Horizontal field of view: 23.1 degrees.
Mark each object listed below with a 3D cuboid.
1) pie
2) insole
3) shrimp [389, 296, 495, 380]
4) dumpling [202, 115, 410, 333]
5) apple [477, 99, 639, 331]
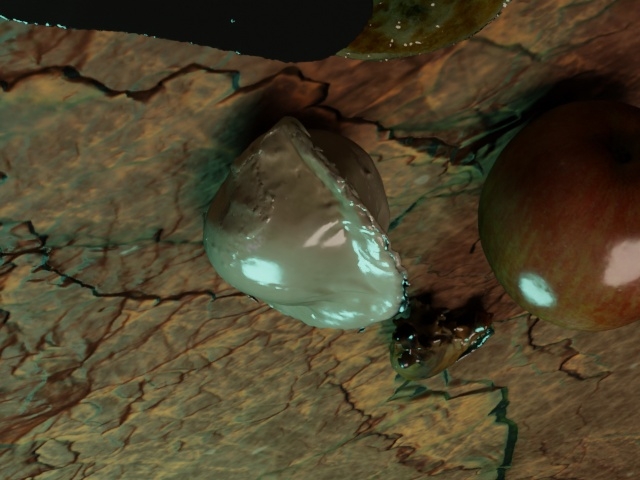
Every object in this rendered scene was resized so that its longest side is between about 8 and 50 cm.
[{"bbox_3d":[0.071,-0.188,1.087,0.187,0.041,0.187,-18,150,-11],"label":"pie"},{"bbox_3d":[-0.117,-0.167,0.972,0.348,0.009,0.119,8,140,-32],"label":"insole"},{"bbox_3d":[0.114,0.084,1.564,0.117,0.066,0.262,-38,166,-3],"label":"shrimp"},{"bbox_3d":[0.000,0.000,1.233,0.142,0.172,0.247,-46,168,-26],"label":"dumpling"},{"bbox_3d":[0.231,-0.024,1.333,0.188,0.188,0.174,-9,141,-24],"label":"apple"}]
